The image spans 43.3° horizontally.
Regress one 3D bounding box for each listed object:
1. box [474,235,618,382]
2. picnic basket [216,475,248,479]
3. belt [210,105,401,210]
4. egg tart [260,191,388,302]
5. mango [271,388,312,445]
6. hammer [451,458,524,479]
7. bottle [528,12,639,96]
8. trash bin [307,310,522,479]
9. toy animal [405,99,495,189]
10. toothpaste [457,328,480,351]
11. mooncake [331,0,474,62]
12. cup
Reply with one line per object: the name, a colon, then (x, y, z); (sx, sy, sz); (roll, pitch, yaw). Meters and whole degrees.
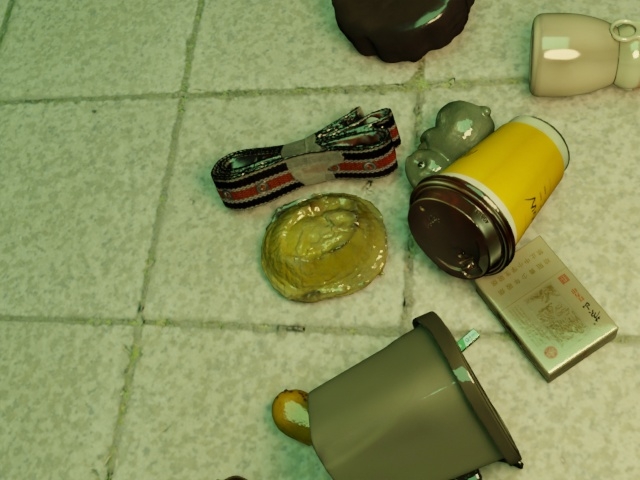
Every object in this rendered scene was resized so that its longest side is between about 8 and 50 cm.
box: (0.364, 0.110, 1.314); (0.141, 0.058, 0.201); (-35, 62, -3)
picnic basket: (-0.139, 0.410, 1.293); (0.072, 0.083, 0.072); (-5, 65, 11)
belt: (-0.027, -0.146, 1.496); (0.359, 0.094, 0.126); (-17, 46, 8)
egg tart: (0.000, 0.000, 1.441); (0.252, 0.098, 0.232); (16, 68, 24)
mango: (-0.031, 0.294, 1.334); (0.114, 0.057, 0.079); (38, 73, 22)
hammer: (0.290, 0.508, 1.165); (0.168, 0.044, 0.440); (-25, 63, 4)
bottle: (0.495, -0.328, 1.432); (0.236, 0.147, 0.147); (2, 67, 10)
trash bin: (0.129, 0.265, 1.208); (0.250, 0.220, 0.219); (-29, 22, 9)
toy animal: (0.213, -0.146, 1.433); (0.108, 0.138, 0.236); (40, 75, -8)
toothpaste: (0.229, 0.180, 1.338); (0.083, 0.020, 0.017); (-40, 65, -5)
mooncake: (0.166, -0.481, 1.584); (0.283, 0.141, 0.283); (-8, 68, 21)
cup: (0.284, -0.079, 1.333); (0.196, 0.196, 0.279); (33, 61, 25)
